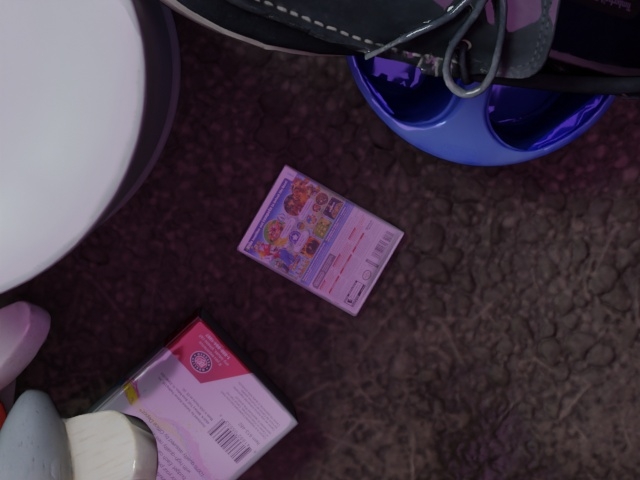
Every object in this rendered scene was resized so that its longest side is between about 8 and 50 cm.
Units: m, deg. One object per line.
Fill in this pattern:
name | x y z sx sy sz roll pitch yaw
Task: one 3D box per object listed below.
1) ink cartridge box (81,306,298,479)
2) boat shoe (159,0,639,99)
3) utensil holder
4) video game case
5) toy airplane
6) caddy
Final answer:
ink cartridge box | -0.126 0.163 1.408 0.175 0.072 0.127 -42 97 2
boat shoe | 0.106 -0.197 1.137 0.500 0.156 0.186 8 101 -26
utensil holder | -0.269 -0.122 1.210 0.328 0.385 0.327 -1 97 -4
video game case | 0.000 0.000 1.430 0.122 0.011 0.087 30 94 -7
toy airplane | -0.311 0.227 1.265 0.384 0.272 0.386 34 112 33
caddy | 0.146 -0.231 1.330 0.241 0.179 0.341 13 96 -4
